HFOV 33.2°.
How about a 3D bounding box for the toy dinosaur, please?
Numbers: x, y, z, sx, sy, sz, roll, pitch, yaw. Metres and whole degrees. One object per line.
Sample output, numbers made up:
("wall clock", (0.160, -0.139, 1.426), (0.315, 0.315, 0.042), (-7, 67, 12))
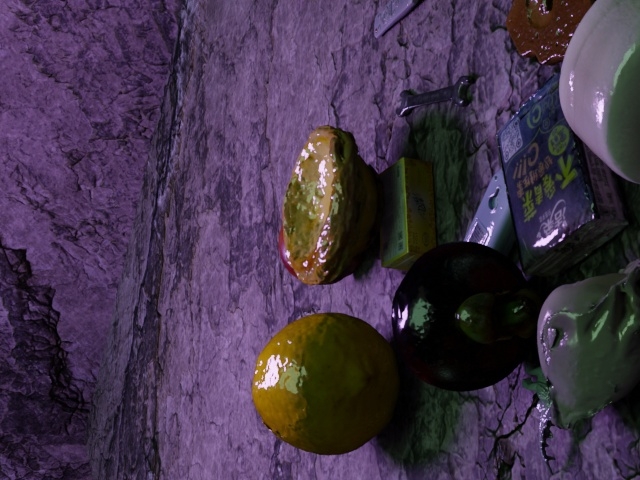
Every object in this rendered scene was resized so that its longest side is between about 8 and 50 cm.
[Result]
("toy dinosaur", (0.308, 0.211, 1.445), (0.082, 0.039, 0.208), (165, 109, -64))

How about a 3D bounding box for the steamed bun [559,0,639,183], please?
("steamed bun", (0.378, -0.196, 1.238), (0.146, 0.164, 0.241), (-117, 39, -54))

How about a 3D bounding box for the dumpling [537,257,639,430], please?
("dumpling", (0.336, 0.115, 1.330), (0.247, 0.142, 0.172), (-66, -6, 27))

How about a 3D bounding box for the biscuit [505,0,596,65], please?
("biscuit", (0.344, -0.335, 1.518), (0.215, 0.034, 0.182), (-131, 51, -57))

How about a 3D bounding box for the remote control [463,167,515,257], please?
("remote control", (0.254, -0.003, 1.621), (0.087, 0.047, 0.244), (-114, 39, -55))

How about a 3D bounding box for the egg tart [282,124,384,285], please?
("egg tart", (0.027, -0.059, 1.908), (0.294, 0.123, 0.294), (-171, 90, -69))

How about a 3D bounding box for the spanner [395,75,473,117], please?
("spanner", (0.193, -0.248, 1.866), (0.254, 0.015, 0.054), (-179, 94, -67))

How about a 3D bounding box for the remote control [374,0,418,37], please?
("remote control", (0.145, -0.435, 2.022), (0.184, 0.027, 0.049), (150, 124, -68))

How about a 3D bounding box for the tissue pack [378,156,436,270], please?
("tissue pack", (0.150, -0.045, 1.854), (0.095, 0.062, 0.176), (145, 129, -58))

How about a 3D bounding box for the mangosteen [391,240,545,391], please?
("mangosteen", (0.214, 0.103, 1.495), (0.216, 0.216, 0.216), (-173, 90, -67))

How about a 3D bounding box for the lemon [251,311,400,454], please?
("lemon", (0.006, 0.249, 1.871), (0.310, 0.254, 0.253), (145, 128, -61))

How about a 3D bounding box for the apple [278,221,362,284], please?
("apple", (-0.005, -0.004, 2.082), (0.156, 0.147, 0.158), (-41, 54, 22))

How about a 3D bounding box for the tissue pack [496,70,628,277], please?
("tissue pack", (0.320, -0.089, 1.455), (0.173, 0.073, 0.235), (130, 140, -52))
